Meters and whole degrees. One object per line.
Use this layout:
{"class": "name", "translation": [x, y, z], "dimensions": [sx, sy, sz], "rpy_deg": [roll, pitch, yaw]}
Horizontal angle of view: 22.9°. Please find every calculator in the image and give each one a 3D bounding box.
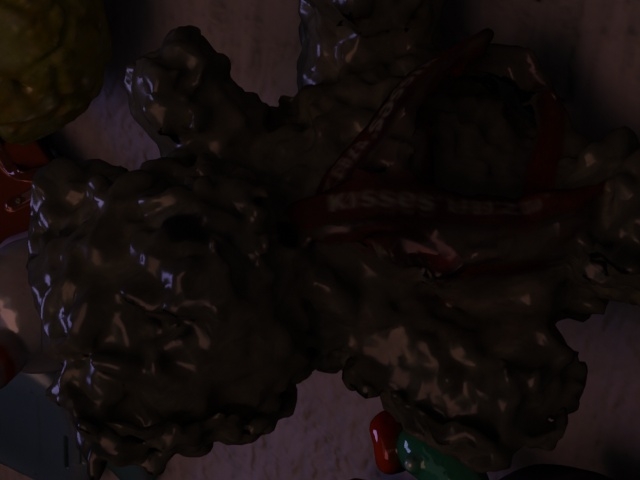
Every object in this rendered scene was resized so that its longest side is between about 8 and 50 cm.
{"class": "calculator", "translation": [-0.273, 0.133, 1.362], "dimensions": [0.299, 0.041, 0.185], "rpy_deg": [26, 141, 13]}

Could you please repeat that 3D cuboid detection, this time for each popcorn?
{"class": "popcorn", "translation": [-0.262, -0.166, 1.175], "dimensions": [0.198, 0.213, 0.198], "rpy_deg": [-178, 90, -74]}

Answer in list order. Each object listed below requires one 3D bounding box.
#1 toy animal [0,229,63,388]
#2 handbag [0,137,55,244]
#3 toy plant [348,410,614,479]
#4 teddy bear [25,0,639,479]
{"class": "toy animal", "translation": [-0.199, 0.045, 1.172], "dimensions": [0.140, 0.282, 0.138], "rpy_deg": [56, 146, 9]}
{"class": "handbag", "translation": [-0.302, -0.029, 1.289], "dimensions": [0.190, 0.063, 0.127], "rpy_deg": [-34, 81, 0]}
{"class": "toy plant", "translation": [0.141, 0.249, 1.042], "dimensions": [0.400, 0.185, 0.279], "rpy_deg": [-9, 122, 48]}
{"class": "teddy bear", "translation": [0.000, 0.000, 0.932], "dimensions": [0.357, 0.367, 0.224], "rpy_deg": [49, 154, 15]}
